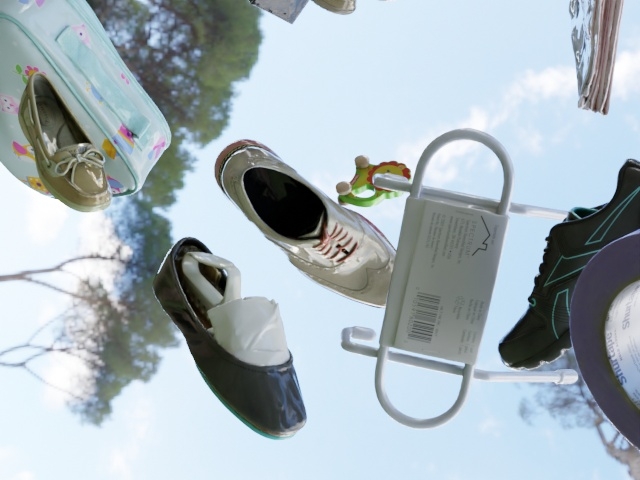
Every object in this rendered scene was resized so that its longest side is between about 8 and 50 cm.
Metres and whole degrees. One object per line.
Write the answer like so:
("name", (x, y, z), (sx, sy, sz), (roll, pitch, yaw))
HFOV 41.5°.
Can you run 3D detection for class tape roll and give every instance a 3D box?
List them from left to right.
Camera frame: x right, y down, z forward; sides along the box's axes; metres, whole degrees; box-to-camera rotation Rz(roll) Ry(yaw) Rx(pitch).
("tape roll", (0.279, 0.072, 0.603), (0.189, 0.080, 0.189), (34, -46, 45))

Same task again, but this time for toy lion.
("toy lion", (0.084, -0.085, 1.256), (0.096, 0.100, 0.034), (18, -38, 24))

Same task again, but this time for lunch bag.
("lunch bag", (-0.314, -0.170, 0.993), (0.224, 0.279, 0.108), (-5, -134, 32))

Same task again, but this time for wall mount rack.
("wall mount rack", (0.191, 0.051, 1.008), (0.130, 0.304, 0.350), (-57, 159, -82))

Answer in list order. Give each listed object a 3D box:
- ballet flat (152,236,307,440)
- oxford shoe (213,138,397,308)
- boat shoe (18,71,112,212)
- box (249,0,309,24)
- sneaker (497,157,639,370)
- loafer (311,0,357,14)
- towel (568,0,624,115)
("ballet flat", (-0.098, 0.084, 0.874), (0.280, 0.095, 0.096), (41, -59, 42))
("oxford shoe", (0.000, 0.000, 1.166), (0.123, 0.348, 0.130), (-54, -159, 4))
("boat shoe", (-0.238, -0.091, 0.786), (0.153, 0.056, 0.048), (57, -36, 27))
("box", (-0.074, -0.544, 1.538), (0.184, 0.103, 0.261), (-52, -140, 26))
("sneaker", (0.266, 0.030, 0.862), (0.106, 0.101, 0.267), (46, -59, 8))
("loafer", (-0.011, -0.280, 0.810), (0.050, 0.148, 0.056), (-34, -159, 35))
("towel", (0.384, -0.391, 1.173), (0.332, 0.053, 0.317), (-76, 163, -45))
